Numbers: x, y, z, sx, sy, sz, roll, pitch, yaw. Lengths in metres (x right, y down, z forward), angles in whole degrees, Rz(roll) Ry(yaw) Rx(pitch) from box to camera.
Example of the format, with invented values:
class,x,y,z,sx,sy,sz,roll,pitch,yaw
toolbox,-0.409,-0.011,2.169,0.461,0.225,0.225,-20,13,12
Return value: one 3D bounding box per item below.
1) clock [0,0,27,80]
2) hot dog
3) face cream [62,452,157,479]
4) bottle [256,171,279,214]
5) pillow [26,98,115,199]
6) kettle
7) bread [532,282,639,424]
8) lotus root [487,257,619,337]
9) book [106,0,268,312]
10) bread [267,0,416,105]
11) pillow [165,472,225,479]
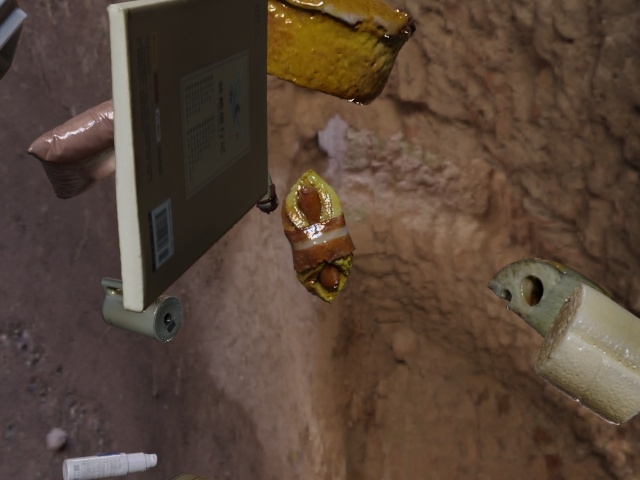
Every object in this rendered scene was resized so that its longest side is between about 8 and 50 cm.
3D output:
class,x,y,z,sx,sy,sz,roll,pitch,yaw
clock,-0.584,-0.311,1.424,0.116,0.231,0.262,35,57,-18
hot dog,-0.001,0.003,1.604,0.093,0.123,0.262,-133,-157,-70
face cream,-0.298,0.321,1.224,0.034,0.130,0.034,-1,-92,60
bottle,-0.098,-0.089,1.427,0.063,0.047,0.101,-110,178,-50
pillow,-0.338,-0.158,1.354,0.084,0.236,0.223,54,-16,5
kettle,-0.382,0.147,1.797,0.127,0.147,0.098,38,66,-61
bread,0.379,0.156,1.177,0.148,0.141,0.134,-54,177,-40
lotus root,0.488,0.142,1.653,0.314,0.142,0.210,36,8,-26
book,-0.096,-0.099,0.722,0.310,0.021,0.217,-55,148,-66
bread,-0.014,-0.401,1.623,0.398,0.397,0.215,-51,163,-76
pillow,-0.217,0.472,1.593,0.113,0.203,0.038,-22,111,-59
